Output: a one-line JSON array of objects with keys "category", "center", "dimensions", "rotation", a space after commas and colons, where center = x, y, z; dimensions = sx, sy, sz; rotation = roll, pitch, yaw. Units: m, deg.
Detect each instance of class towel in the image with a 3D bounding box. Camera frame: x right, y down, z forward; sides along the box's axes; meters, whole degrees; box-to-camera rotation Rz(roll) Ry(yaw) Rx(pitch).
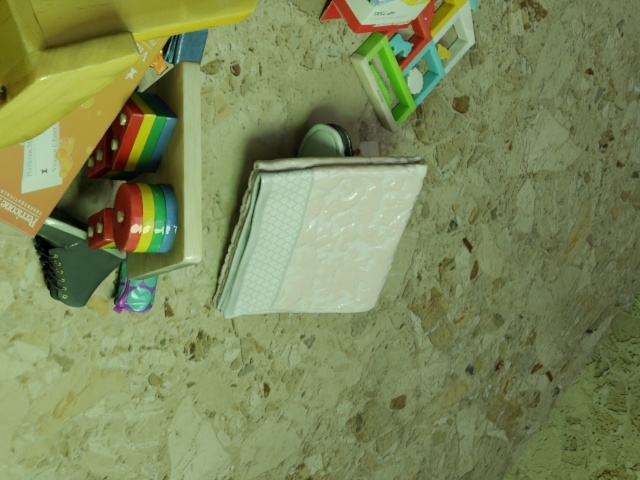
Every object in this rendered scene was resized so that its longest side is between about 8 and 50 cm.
[{"category": "towel", "center": [0.000, 0.000, 1.885], "dimensions": [0.317, 0.053, 0.332], "rotation": [-3, 132, -26]}, {"category": "towel", "center": [-0.189, -0.311, 1.622], "dimensions": [0.067, 0.029, 0.119], "rotation": [-8, 118, -57]}]

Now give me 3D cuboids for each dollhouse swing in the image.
[{"category": "dollhouse swing", "center": [-0.295, -0.311, 1.218], "dimensions": [0.305, 0.315, 0.347], "rotation": [-19, 84, -50]}]

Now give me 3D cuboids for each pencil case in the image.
[{"category": "pencil case", "center": [-0.281, 0.037, 1.721], "dimensions": [0.070, 0.064, 0.152], "rotation": [-25, 132, -57]}]

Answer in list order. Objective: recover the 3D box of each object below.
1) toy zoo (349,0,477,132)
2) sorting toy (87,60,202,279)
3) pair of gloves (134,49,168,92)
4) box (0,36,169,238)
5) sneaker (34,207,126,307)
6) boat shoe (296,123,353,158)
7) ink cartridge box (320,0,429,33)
[{"category": "toy zoo", "center": [0.185, -0.360, 2.006], "dimensions": [0.293, 0.030, 0.192], "rotation": [-49, 141, -14]}, {"category": "sorting toy", "center": [-0.243, -0.087, 1.484], "dimensions": [0.089, 0.255, 0.257], "rotation": [2, 82, -26]}, {"category": "pair of gloves", "center": [-0.259, -0.253, 1.601], "dimensions": [0.083, 0.010, 0.074], "rotation": [-44, 139, -18]}, {"category": "box", "center": [-0.373, -0.214, 1.373], "dimensions": [0.345, 0.168, 0.215], "rotation": [-57, 142, -3]}, {"category": "sneaker", "center": [-0.378, 0.024, 1.591], "dimensions": [0.118, 0.083, 0.222], "rotation": [-57, 141, 2]}, {"category": "boat shoe", "center": [0.020, -0.084, 1.947], "dimensions": [0.091, 0.114, 0.302], "rotation": [-26, 143, -34]}, {"category": "ink cartridge box", "center": [0.115, -0.406, 1.773], "dimensions": [0.134, 0.078, 0.231], "rotation": [-16, 158, -42]}]
